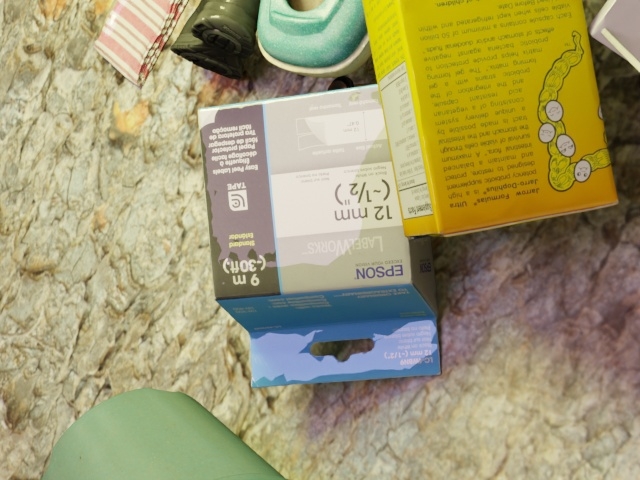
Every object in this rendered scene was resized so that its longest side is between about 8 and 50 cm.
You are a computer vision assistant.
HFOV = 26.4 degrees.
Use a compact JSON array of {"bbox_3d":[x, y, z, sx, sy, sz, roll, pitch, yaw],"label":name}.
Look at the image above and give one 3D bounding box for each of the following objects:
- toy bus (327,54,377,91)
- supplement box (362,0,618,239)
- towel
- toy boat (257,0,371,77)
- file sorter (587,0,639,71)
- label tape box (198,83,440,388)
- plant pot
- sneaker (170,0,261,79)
[{"bbox_3d":[0.031,-0.139,1.737,0.191,0.104,0.202,-47,53,22],"label":"toy bus"},{"bbox_3d":[0.168,-0.191,1.455,0.194,0.195,0.356,177,83,-83],"label":"supplement box"},{"bbox_3d":[-0.278,-0.354,2.119,0.144,0.029,0.197,41,106,41],"label":"towel"},{"bbox_3d":[0.065,-0.331,1.686,0.318,0.148,0.267,9,78,30],"label":"toy boat"},{"bbox_3d":[0.435,-0.244,1.305,0.278,0.193,0.173,-55,18,16],"label":"file sorter"},{"bbox_3d":[0.000,0.000,1.625,0.249,0.115,0.348,-5,87,18],"label":"label tape box"},{"bbox_3d":[-0.167,0.367,1.653,0.334,0.341,0.341,39,105,48],"label":"plant pot"},{"bbox_3d":[-0.126,-0.305,1.876,0.130,0.109,0.286,-69,16,-10],"label":"sneaker"}]
